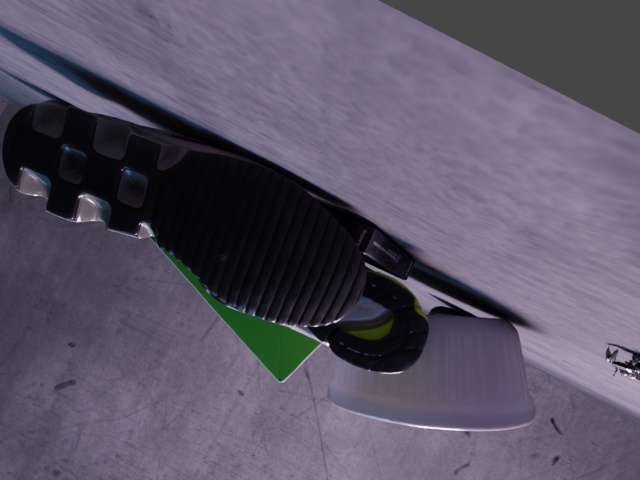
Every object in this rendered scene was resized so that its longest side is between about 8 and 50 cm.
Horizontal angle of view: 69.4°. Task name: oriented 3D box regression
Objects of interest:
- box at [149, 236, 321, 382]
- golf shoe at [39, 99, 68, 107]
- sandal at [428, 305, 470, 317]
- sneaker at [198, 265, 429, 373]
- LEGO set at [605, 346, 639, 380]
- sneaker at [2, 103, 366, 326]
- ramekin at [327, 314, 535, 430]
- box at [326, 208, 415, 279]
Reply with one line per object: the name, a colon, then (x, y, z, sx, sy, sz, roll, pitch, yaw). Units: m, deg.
box: (-0.086, 0.055, 0.696, 0.262, 0.127, 0.231, 46, -178, 8)
golf shoe: (-0.398, -0.150, 0.896, 0.140, 0.115, 0.306, 21, 175, 29)
sandal: (0.325, 0.215, 0.976, 0.303, 0.086, 0.120, 30, 175, -43)
sneaker: (-0.019, 0.049, 0.522, 0.300, 0.111, 0.121, 28, -177, 19)
LEGO set: (0.269, 0.111, 0.374, 0.054, 0.023, 0.083, 28, 177, -12)
sneaker: (-0.103, -0.037, 0.441, 0.331, 0.122, 0.146, 28, -168, 5)
ramekin: (0.150, 0.166, 0.642, 0.273, 0.127, 0.273, 4, 171, 1)
box: (0.010, -0.011, 0.492, 0.162, 0.029, 0.116, 26, 178, 33)
